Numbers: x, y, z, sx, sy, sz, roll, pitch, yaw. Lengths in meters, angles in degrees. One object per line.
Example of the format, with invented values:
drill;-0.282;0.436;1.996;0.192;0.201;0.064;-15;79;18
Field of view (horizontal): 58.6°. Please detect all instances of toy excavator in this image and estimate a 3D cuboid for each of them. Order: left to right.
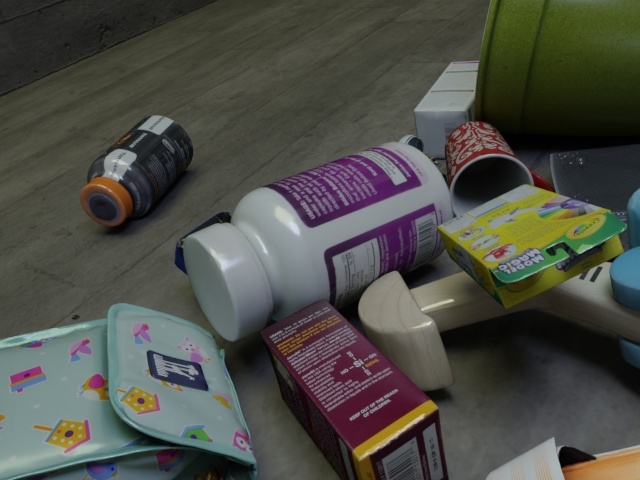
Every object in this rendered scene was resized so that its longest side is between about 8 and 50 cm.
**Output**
toy excavator;0.313;0.047;0.535;0.432;0.223;0.445;-32;23;-23

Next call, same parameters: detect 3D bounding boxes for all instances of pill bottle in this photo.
pill bottle;-0.347;-0.128;1.074;0.130;0.131;0.246;-2;35;18
pill bottle;0.000;0.000;0.682;0.301;0.169;0.169;-23;33;-29

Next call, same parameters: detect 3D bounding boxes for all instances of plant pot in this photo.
plant pot;0.466;-0.314;0.882;0.352;0.367;0.366;16;43;22

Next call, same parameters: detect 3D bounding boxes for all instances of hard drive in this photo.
hard drive;0.396;-0.044;0.733;0.171;0.054;0.255;-5;34;14

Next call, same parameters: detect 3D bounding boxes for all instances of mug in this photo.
mug;0.250;-0.094;0.845;0.113;0.150;0.169;-43;19;25

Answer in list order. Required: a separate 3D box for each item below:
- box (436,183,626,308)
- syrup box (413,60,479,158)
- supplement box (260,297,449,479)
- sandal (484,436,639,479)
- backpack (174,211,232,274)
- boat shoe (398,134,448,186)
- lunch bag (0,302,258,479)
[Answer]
box;0.176;0.000;0.496;0.105;0.043;0.179;-26;11;4
syrup box;0.257;-0.246;1.050;0.096;0.093;0.237;7;38;29
supplement box;0.027;0.152;0.537;0.080;0.104;0.188;-26;35;-19
sandal;0.194;0.186;0.414;0.265;0.076;0.102;-24;35;8
backpack;-0.122;0.038;0.773;0.120;0.101;0.098;40;58;13
boat shoe;0.163;-0.111;0.906;0.083;0.065;0.183;-11;39;29
lunch bag;-0.205;0.177;0.546;0.262;0.160;0.223;-12;27;-18
